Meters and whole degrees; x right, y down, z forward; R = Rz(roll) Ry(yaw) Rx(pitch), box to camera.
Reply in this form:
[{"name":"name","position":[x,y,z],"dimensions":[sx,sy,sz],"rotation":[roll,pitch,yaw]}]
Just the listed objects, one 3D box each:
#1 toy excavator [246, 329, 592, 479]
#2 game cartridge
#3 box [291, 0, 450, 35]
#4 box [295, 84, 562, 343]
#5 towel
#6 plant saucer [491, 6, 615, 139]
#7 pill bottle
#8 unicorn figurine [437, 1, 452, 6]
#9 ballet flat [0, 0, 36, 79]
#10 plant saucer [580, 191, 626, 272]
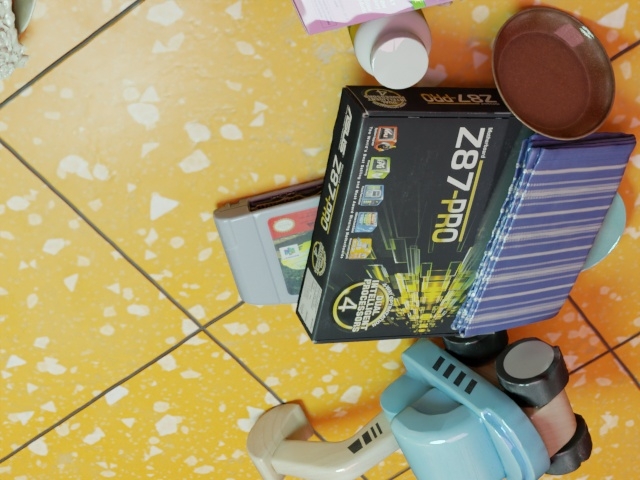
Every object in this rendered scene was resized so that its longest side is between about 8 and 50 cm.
[{"name":"toy excavator","position":[0.145,0.305,2.024],"dimensions":[0.445,0.433,0.222],"rotation":[-36,127,-17]},{"name":"game cartridge","position":[0.000,0.000,1.917],"dimensions":[0.294,0.060,0.196],"rotation":[-14,130,3]},{"name":"box","position":[0.091,-0.380,1.526],"dimensions":[0.243,0.213,0.117],"rotation":[-11,127,21]},{"name":"box","position":[0.152,-0.034,1.831],"dimensions":[0.318,0.097,0.395],"rotation":[-2,123,-24]},{"name":"towel","position":[0.334,-0.012,1.857],"dimensions":[0.243,0.040,0.336],"rotation":[-7,127,-40]},{"name":"plant saucer","position":[0.321,-0.230,1.743],"dimensions":[0.198,0.198,0.036],"rotation":[16,160,-18]},{"name":"pill bottle","position":[0.091,-0.278,1.650],"dimensions":[0.103,0.184,0.103],"rotation":[-4,125,-6]},{"name":"unicorn figurine","position":[0.149,-0.362,1.647],"dimensions":[0.111,0.162,0.060],"rotation":[27,154,-25]},{"name":"ballet flat","position":[-0.420,-0.379,1.565],"dimensions":[0.147,0.147,0.409],"rotation":[5,127,-11]},{"name":"plant saucer","position":[0.382,-0.030,1.955],"dimensions":[0.195,0.037,0.195],"rotation":[-3,126,-5]}]
